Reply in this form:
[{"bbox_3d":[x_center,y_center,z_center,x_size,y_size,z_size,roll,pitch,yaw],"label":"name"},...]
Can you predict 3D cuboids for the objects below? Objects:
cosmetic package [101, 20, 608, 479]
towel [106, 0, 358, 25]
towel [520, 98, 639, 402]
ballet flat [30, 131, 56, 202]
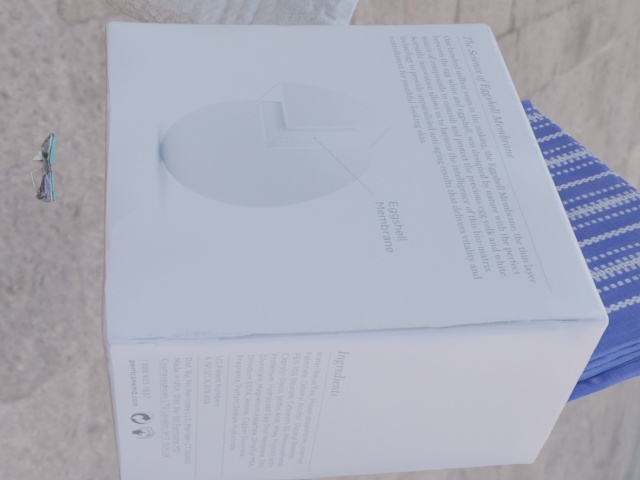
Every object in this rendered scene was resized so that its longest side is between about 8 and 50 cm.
[{"bbox_3d":[0.000,0.000,0.542,0.138,0.225,0.224,97,-12,-48],"label":"cosmetic package"},{"bbox_3d":[-0.038,-0.270,0.805,0.282,0.187,0.049,-68,-169,-13],"label":"towel"},{"bbox_3d":[0.156,0.001,0.817,0.243,0.336,0.040,-17,130,-14],"label":"towel"},{"bbox_3d":[-0.446,-0.118,1.603,0.041,0.041,0.114,9,79,-65],"label":"ballet flat"}]
